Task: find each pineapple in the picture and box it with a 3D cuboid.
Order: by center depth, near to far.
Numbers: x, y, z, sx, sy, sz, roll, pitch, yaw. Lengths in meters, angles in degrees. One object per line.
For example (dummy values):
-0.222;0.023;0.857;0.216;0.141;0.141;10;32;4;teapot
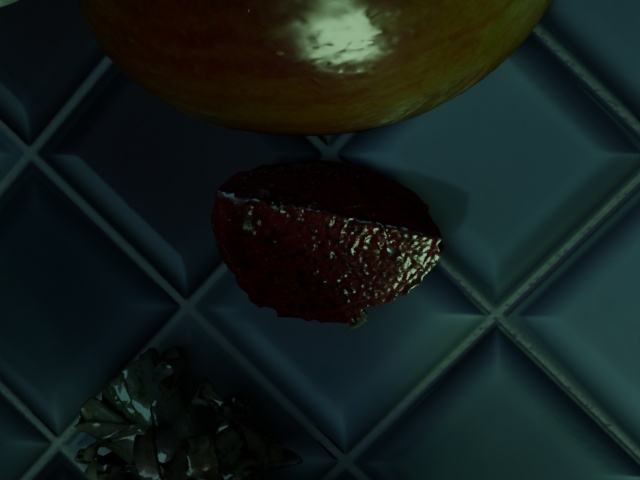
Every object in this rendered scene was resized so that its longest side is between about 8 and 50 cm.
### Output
-0.081;0.211;1.121;0.262;0.262;0.272;-42;73;21;pineapple

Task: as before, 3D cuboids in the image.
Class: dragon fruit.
0.000;0.000;1.098;0.162;0.083;0.106;8;126;-5;dragon fruit

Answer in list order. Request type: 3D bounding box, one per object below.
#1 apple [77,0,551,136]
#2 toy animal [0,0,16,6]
-0.008;-0.168;1.013;0.346;0.179;0.254;-16;137;20;apple
-0.204;-0.257;1.026;0.208;0.204;0.156;-21;113;39;toy animal
